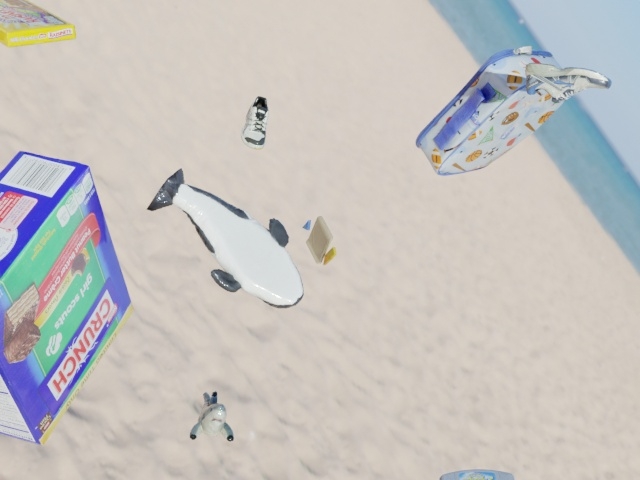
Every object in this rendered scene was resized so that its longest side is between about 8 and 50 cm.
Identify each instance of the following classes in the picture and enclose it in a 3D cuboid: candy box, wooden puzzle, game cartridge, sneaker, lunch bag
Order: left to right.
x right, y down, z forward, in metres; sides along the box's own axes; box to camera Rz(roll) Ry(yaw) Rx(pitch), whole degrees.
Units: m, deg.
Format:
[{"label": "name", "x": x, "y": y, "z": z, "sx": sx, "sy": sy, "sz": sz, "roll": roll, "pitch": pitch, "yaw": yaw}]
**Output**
[{"label": "candy box", "x": -0.466, "y": -0.336, "z": 1.362, "sx": 0.105, "sy": 0.027, "sz": 0.206, "roll": -20, "pitch": 36, "yaw": -34}, {"label": "candy box", "x": -0.396, "y": 0.085, "z": 1.229, "sx": 0.317, "sy": 0.122, "sz": 0.268, "roll": 89, "pitch": 21, "yaw": -49}, {"label": "sneaker", "x": -0.081, "y": -0.151, "z": 1.134, "sx": 0.032, "sy": 0.037, "sz": 0.083, "roll": 12, "pitch": 44, "yaw": -17}, {"label": "wooden puzzle", "x": 0.000, "y": 0.000, "z": 1.750, "sx": 0.014, "sy": 0.078, "sz": 0.116, "roll": 0, "pitch": 52, "yaw": -32}, {"label": "game cartridge", "x": 0.172, "y": 0.274, "z": 0.974, "sx": 0.056, "sy": 0.083, "sz": 0.017, "roll": -88, "pitch": 176, "yaw": -62}, {"label": "lunch bag", "x": 0.340, "y": -0.257, "z": 1.770, "sx": 0.243, "sy": 0.303, "sz": 0.115, "roll": -11, "pitch": 62, "yaw": -42}, {"label": "sneaker", "x": 0.388, "y": -0.243, "z": 1.411, "sx": 0.052, "sy": 0.135, "sz": 0.058, "roll": -7, "pitch": 106, "yaw": -63}]

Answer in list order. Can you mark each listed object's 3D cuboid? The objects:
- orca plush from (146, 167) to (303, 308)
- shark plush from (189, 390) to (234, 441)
[{"label": "orca plush", "x": -0.157, "y": 0.017, "z": 1.471, "sx": 0.287, "sy": 0.102, "sz": 0.151, "roll": 29, "pitch": 64, "yaw": -8}, {"label": "shark plush", "x": -0.177, "y": 0.291, "z": 1.531, "sx": 0.161, "sy": 0.073, "sz": 0.067, "roll": -100, "pitch": -163, "yaw": -84}]
